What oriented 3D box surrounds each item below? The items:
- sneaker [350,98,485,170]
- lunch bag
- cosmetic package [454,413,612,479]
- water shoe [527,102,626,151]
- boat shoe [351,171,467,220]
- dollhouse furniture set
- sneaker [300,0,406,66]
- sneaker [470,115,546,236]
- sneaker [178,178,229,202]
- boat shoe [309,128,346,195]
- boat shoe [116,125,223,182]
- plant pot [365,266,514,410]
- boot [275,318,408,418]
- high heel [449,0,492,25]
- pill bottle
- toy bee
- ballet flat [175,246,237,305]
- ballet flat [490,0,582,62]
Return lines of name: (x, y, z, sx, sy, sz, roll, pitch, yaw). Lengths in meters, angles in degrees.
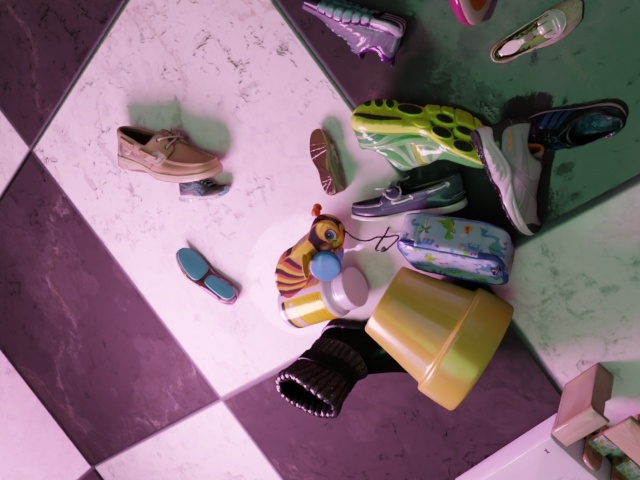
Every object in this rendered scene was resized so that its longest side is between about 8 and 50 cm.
sneaker: (0.206, -0.202, 1.182, 0.296, 0.109, 0.123, 18, 150, 17)
lunch bag: (0.278, 0.022, 1.196, 0.219, 0.176, 0.090, 11, 74, 26)
cosmetic package: (0.523, 0.613, 1.378, 0.284, 0.097, 0.377, 41, 127, 5)
water shoe: (0.429, -0.197, 1.046, 0.203, 0.080, 0.072, -14, 105, 35)
boat shoe: (0.178, -0.092, 1.240, 0.255, 0.095, 0.079, -5, 112, 31)
dollhouse furniture set: (0.606, 0.395, 1.179, 0.242, 0.161, 0.212, 42, 127, 7)
sneaker: (0.054, -0.415, 1.166, 0.224, 0.083, 0.098, 25, 128, 18)
sneaker: (0.368, -0.109, 1.075, 0.108, 0.100, 0.271, -25, 130, 14)
sneaker: (-0.311, -0.142, 1.532, 0.167, 0.065, 0.076, -2, 108, 30)
boat shoe: (0.019, -0.179, 1.331, 0.056, 0.048, 0.152, -11, 100, 47)
boat shoe: (-0.399, -0.226, 1.504, 0.341, 0.122, 0.110, 13, 120, 27)
plant pot: (0.234, 0.184, 1.236, 0.239, 0.254, 0.253, 31, 125, 11)
boot: (0.094, 0.301, 1.378, 0.348, 0.260, 0.131, -5, 111, 32)
high heel: (0.203, -0.564, 1.014, 0.181, 0.127, 0.377, 27, 134, 53)
pill bottle: (0.005, 0.139, 1.442, 0.209, 0.119, 0.119, -21, 101, 37)
toy bee: (0.000, 0.000, 1.352, 0.298, 0.195, 0.162, -35, 106, -1)
ballet flat: (-0.327, 0.112, 1.665, 0.222, 0.077, 0.079, 38, 146, 9)
ballet flat: (0.373, -0.355, 1.020, 0.168, 0.052, 0.057, -27, 97, 37)
